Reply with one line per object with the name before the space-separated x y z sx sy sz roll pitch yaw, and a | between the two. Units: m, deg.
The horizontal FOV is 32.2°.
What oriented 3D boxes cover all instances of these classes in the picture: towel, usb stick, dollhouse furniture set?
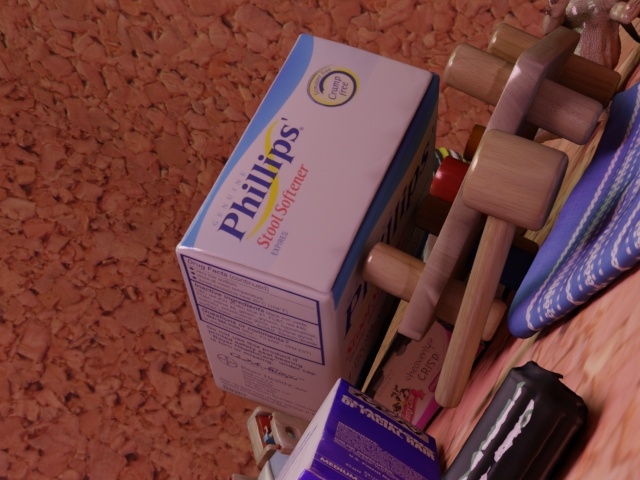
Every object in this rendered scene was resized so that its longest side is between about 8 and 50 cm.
towel | 0.226 -0.074 0.721 0.243 0.040 0.336 -57 -3 -21
usb stick | 0.047 0.184 0.569 0.278 0.045 0.077 -58 -2 3
dollhouse furniture set | -0.046 0.264 1.473 0.129 0.129 0.184 -58 30 25

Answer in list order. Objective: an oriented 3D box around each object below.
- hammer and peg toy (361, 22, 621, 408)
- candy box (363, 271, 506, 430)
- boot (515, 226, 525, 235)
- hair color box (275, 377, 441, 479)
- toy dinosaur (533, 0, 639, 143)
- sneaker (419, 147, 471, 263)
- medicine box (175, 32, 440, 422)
hammer and peg toy | 0.132 -0.039 0.927 0.266 0.127 0.361 -69 -12 23
candy box | 0.128 0.090 1.165 0.159 0.071 0.233 -59 -4 32
boot | 0.211 0.011 1.345 0.118 0.042 0.087 -47 -16 -33
hair color box | 0.000 0.223 0.783 0.185 0.110 0.339 -59 -1 4
toy dinosaur | 0.310 -0.216 1.284 0.200 0.127 0.296 6 -76 -78
sneaker | 0.184 0.007 1.426 0.300 0.121 0.111 94 173 -48
medicine box | 0.000 0.000 1.084 0.289 0.149 0.263 86 -153 -58
